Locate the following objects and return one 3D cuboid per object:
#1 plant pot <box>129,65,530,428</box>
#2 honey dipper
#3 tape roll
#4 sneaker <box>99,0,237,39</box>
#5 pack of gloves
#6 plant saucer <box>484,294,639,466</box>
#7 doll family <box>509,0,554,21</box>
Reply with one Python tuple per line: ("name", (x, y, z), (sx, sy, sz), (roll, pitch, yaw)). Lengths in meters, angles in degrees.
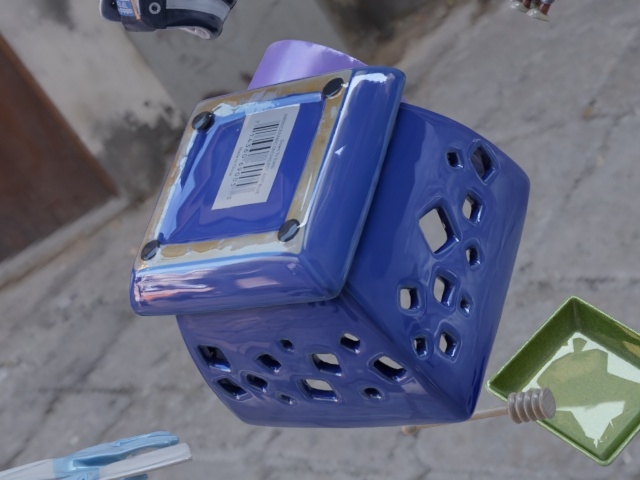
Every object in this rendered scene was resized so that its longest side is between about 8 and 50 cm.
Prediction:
("plant pot", (0.000, 0.000, 1.088), (0.236, 0.212, 0.236), (-7, 53, 38))
("honey dipper", (0.145, 0.167, 1.299), (0.161, 0.030, 0.030), (-16, 28, 32))
("tape roll", (0.005, -0.153, 1.623), (0.189, 0.189, 0.080), (1, 63, 56))
("sneaker", (-0.160, -0.254, 1.017), (0.099, 0.282, 0.153), (22, 86, 58))
("pack of gloves", (-0.247, 0.254, 1.410), (0.232, 0.046, 0.195), (-15, 5, -10))
("plant saucer", (0.335, 0.182, 1.715), (0.188, 0.045, 0.188), (33, 62, 31))
("doll family", (0.179, -0.276, 1.246), (0.076, 0.111, 0.193), (-1, 27, -46))
